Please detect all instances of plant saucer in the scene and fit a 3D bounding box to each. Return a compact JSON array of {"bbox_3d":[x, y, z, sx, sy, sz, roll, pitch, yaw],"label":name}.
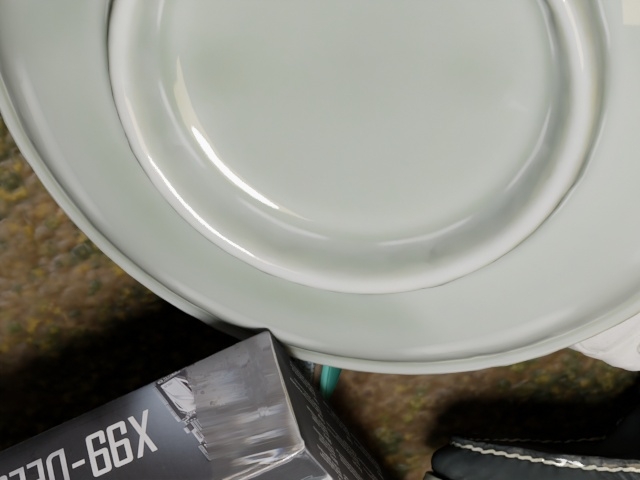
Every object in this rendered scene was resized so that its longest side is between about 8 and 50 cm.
[{"bbox_3d":[0.019,-0.090,0.839,0.400,0.100,0.400,6,120,10],"label":"plant saucer"}]

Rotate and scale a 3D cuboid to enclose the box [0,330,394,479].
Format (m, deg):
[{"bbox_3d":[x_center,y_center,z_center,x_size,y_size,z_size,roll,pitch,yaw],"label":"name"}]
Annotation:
[{"bbox_3d":[-0.071,0.190,1.030,0.242,0.076,0.307,-24,145,7],"label":"box"}]

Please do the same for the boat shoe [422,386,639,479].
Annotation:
[{"bbox_3d":[0.228,0.117,1.072,0.340,0.127,0.113,7,93,-4],"label":"boat shoe"}]

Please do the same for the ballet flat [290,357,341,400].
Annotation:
[{"bbox_3d":[0.000,0.000,0.994,0.070,0.070,0.188,9,119,-14],"label":"ballet flat"}]

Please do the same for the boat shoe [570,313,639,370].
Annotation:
[{"bbox_3d":[0.258,-0.053,0.947,0.156,0.136,0.367,34,115,-26],"label":"boat shoe"}]
